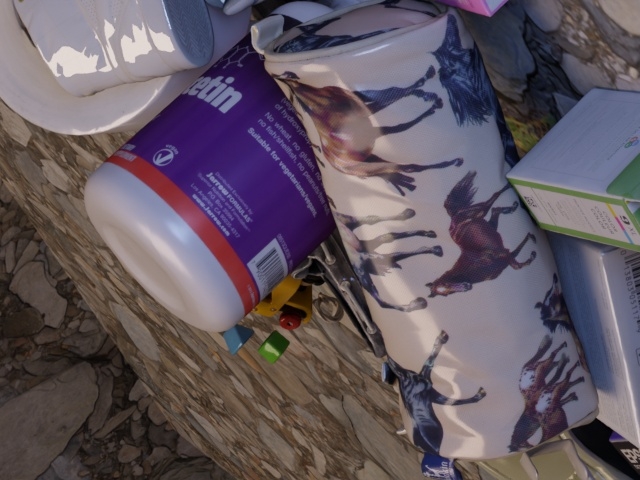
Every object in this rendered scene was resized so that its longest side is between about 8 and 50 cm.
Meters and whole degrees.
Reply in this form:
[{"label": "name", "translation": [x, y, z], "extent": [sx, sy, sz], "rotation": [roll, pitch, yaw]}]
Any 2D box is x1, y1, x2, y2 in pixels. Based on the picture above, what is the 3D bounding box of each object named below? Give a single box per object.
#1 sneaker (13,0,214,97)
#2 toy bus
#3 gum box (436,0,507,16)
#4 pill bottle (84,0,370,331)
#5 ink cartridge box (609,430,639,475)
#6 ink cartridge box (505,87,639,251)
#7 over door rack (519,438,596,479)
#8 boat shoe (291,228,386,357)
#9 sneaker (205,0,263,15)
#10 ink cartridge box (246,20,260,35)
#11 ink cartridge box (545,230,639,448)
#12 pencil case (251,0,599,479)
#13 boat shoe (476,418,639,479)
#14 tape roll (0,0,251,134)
[{"label": "sneaker", "translation": [-0.212, -0.273, 1.711], "extent": [0.169, 0.108, 0.292], "rotation": [-15, 89, 29]}, {"label": "toy bus", "translation": [-0.060, 0.034, 2.431], "extent": [0.191, 0.202, 0.104], "rotation": [51, 134, 8]}, {"label": "gum box", "translation": [0.080, -0.257, 1.451], "extent": [0.107, 0.062, 0.188], "rotation": [25, 154, 52]}, {"label": "pill bottle", "translation": [-0.039, -0.083, 1.701], "extent": [0.181, 0.323, 0.181], "rotation": [42, 163, 15]}, {"label": "ink cartridge box", "translation": [0.364, 0.214, 1.909], "extent": [0.208, 0.045, 0.206], "rotation": [49, 164, -3]}, {"label": "ink cartridge box", "translation": [0.244, -0.051, 1.449], "extent": [0.062, 0.109, 0.209], "rotation": [53, 162, -24]}, {"label": "over door rack", "translation": [0.353, 0.236, 1.777], "extent": [0.324, 0.108, 0.239], "rotation": [47, 146, 22]}, {"label": "boat shoe", "translation": [0.000, 0.000, 2.170], "extent": [0.301, 0.102, 0.108], "rotation": [51, 174, 9]}, {"label": "sneaker", "translation": [-0.063, -0.295, 1.606], "extent": [0.111, 0.129, 0.297], "rotation": [38, 161, 32]}, {"label": "ink cartridge box", "translation": [-0.045, -0.144, 1.922], "extent": [0.158, 0.092, 0.218], "rotation": [32, 170, -28]}, {"label": "ink cartridge box", "translation": [0.226, 0.054, 1.685], "extent": [0.232, 0.066, 0.189], "rotation": [-137, 30, -66]}, {"label": "pencil case", "translation": [0.085, -0.010, 1.582], "extent": [0.184, 0.160, 0.410], "rotation": [-13, 112, 21]}, {"label": "boat shoe", "translation": [0.249, 0.199, 2.057], "extent": [0.340, 0.113, 0.127], "rotation": [38, 120, -1]}, {"label": "tape roll", "translation": [-0.206, -0.241, 1.833], "extent": [0.286, 0.286, 0.100], "rotation": [40, -155, 22]}]
